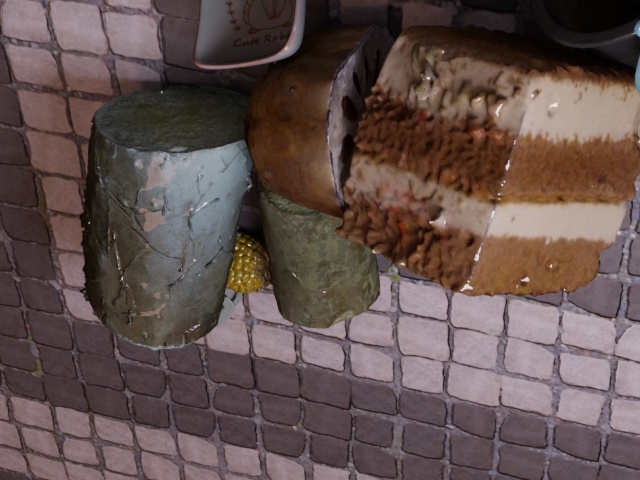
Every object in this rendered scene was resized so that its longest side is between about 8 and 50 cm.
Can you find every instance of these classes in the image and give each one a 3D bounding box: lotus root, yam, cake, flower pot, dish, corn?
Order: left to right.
[{"bbox_3d":[-0.213,-0.041,2.071,0.241,0.241,0.348,17,121,8],"label":"yam"},{"bbox_3d":[-0.191,0.007,2.255,0.260,0.091,0.091,21,146,11],"label":"corn"},{"bbox_3d":[-0.075,-0.313,1.836,0.151,0.212,0.077,-5,170,34],"label":"dish"},{"bbox_3d":[0.000,0.000,2.118,0.161,0.161,0.268,7,132,17],"label":"yam"},{"bbox_3d":[0.001,-0.152,1.898,0.192,0.272,0.272,12,136,27],"label":"lotus root"},{"bbox_3d":[0.200,-0.095,1.747,0.256,0.282,0.290,24,109,44],"label":"cake"},{"bbox_3d":[0.370,-0.282,1.662,0.235,0.235,0.148,-17,144,35],"label":"flower pot"}]

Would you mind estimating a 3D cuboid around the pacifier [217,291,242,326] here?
[{"bbox_3d":[-0.182,0.102,2.328,0.127,0.116,0.150,-4,131,-7],"label":"pacifier"}]

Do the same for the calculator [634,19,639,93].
[{"bbox_3d":[0.502,-0.247,1.570,0.386,0.054,0.256,-10,138,-17],"label":"calculator"}]
